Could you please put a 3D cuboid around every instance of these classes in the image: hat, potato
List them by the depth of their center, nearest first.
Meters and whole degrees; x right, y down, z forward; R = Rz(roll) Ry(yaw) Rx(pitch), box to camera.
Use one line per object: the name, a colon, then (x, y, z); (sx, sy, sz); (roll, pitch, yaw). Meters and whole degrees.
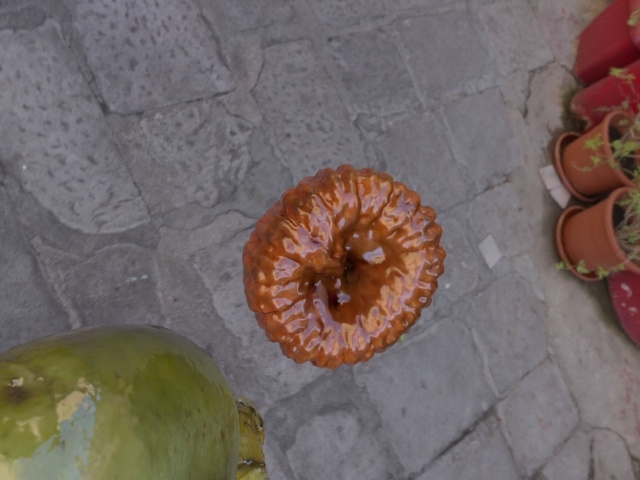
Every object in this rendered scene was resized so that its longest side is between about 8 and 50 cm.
potato: (-0.253, 0.177, 0.566); (0.330, 0.280, 0.213); (10, 76, 1)
hat: (0.000, 0.000, 0.853); (0.285, 0.400, 0.285); (-4, 107, -15)

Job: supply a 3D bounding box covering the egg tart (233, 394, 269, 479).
egg tart: (-0.208, 0.452, 0.966); (0.345, 0.132, 0.345); (-28, 131, -38)
